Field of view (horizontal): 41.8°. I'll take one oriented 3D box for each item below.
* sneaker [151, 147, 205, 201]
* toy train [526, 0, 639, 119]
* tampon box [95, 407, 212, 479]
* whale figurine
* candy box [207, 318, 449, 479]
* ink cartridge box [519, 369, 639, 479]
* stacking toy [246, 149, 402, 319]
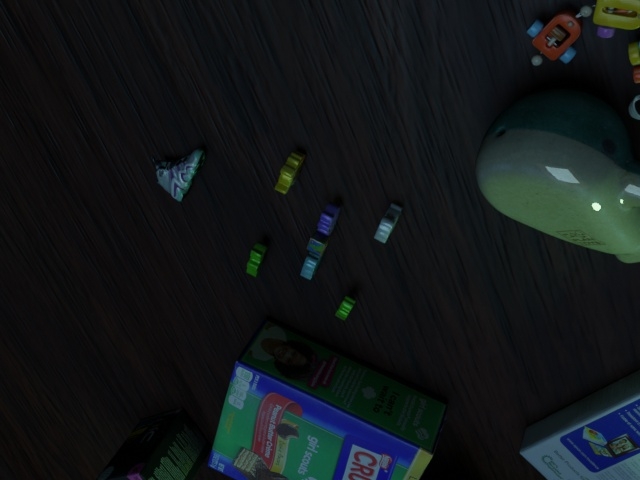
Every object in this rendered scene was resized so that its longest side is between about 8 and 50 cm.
[{"bbox_3d":[-0.209,-0.106,1.189,0.069,0.038,0.098,34,127,-1],"label":"sneaker"},{"bbox_3d":[0.313,-0.211,0.899,0.166,0.046,0.125,35,134,-1],"label":"toy train"},{"bbox_3d":[-0.291,0.395,1.472,0.120,0.161,0.101,-21,111,32],"label":"tampon box"},{"bbox_3d":[0.307,-0.070,0.948,0.272,0.141,0.216,29,165,-21],"label":"whale figurine"},{"bbox_3d":[0.005,0.307,1.314,0.317,0.122,0.268,23,129,6],"label":"candy box"},{"bbox_3d":[0.465,0.257,1.123,0.176,0.069,0.371,44,130,-7],"label":"ink cartridge box"},{"bbox_3d":[0.000,0.000,1.166,0.166,0.052,0.221,28,130,6],"label":"stacking toy"}]
